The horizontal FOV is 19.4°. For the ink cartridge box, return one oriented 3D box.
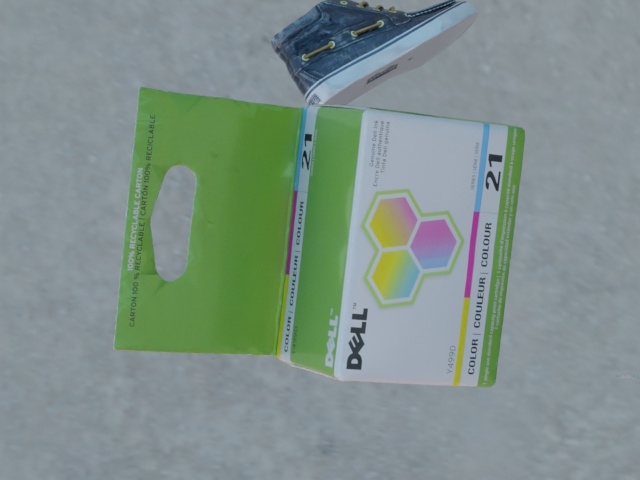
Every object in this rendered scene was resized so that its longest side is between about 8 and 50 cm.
[{"bbox_3d":[0.000,0.000,1.281,0.097,0.255,0.188,11,96,60],"label":"ink cartridge box"}]

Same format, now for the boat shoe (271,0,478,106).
[{"bbox_3d":[0.048,-0.187,1.649,0.183,0.065,0.083,-29,77,-21],"label":"boat shoe"}]

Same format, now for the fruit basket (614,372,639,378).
[{"bbox_3d":[0.390,0.084,1.380,0.327,0.353,0.165,-1,90,6],"label":"fruit basket"}]
